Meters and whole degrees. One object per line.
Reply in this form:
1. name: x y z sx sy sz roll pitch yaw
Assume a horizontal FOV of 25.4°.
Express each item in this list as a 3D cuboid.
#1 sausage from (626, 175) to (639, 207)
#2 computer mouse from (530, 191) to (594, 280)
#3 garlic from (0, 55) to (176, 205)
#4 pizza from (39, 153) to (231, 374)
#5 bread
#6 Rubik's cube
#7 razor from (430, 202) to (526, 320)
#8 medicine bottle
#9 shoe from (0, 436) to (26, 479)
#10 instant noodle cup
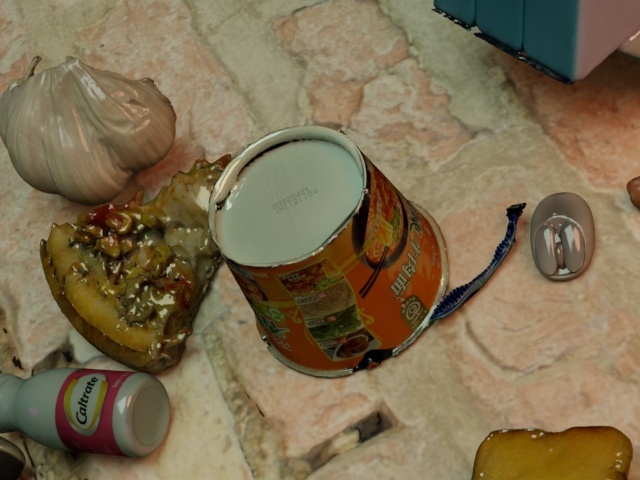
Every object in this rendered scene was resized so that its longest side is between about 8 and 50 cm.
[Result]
1. sausage: 0.382 -0.079 1.426 0.158 0.036 0.042 -29 58 6
2. computer mouse: 0.245 -0.008 1.444 0.066 0.039 0.096 -7 56 23
3. garlic: -0.295 -0.120 1.705 0.229 0.178 0.142 0 61 31
4. pizza: -0.182 0.030 1.616 0.288 0.074 0.251 -27 53 11
5. bread: 0.199 0.272 1.248 0.161 0.088 0.233 1 56 22
6. Rubik's cube: 0.292 -0.352 1.465 0.368 0.358 0.387 -41 39 -6
7. razor: 0.168 0.027 1.466 0.028 0.044 0.154 39 81 -6
8. medicine bottle: -0.275 0.183 1.543 0.217 0.090 0.090 1 59 27
9. shoe: -0.423 0.329 1.501 0.291 0.114 0.137 -49 45 -7
10. instant noodle cup: 0.000 0.000 1.471 0.230 0.182 0.230 -13 53 18
